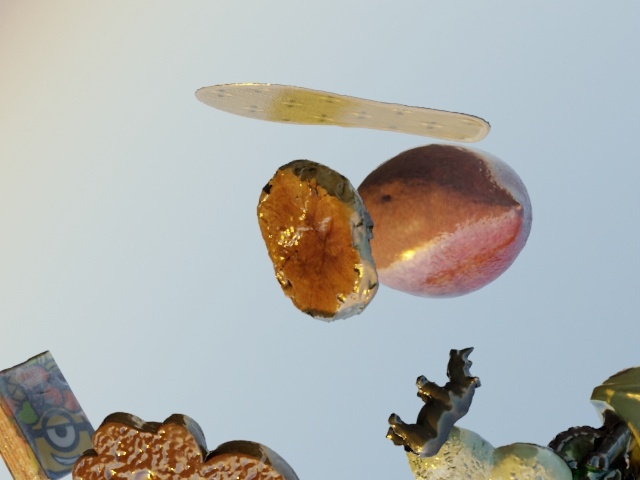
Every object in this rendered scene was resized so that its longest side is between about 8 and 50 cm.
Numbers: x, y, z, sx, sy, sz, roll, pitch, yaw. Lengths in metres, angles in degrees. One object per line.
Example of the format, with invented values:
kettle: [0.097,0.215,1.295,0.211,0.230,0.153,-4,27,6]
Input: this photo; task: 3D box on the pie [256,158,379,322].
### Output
pie: [0.000,0.000,1.832,0.046,0.195,0.195,-23,173,-38]

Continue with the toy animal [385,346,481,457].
toy animal: [0.131,0.173,1.739,0.135,0.065,0.047,-55,160,-12]

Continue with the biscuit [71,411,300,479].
biscuit: [-0.086,0.183,1.124,0.124,0.175,0.026,-57,-176,17]

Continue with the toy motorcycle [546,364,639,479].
toy motorcycle: [0.508,0.319,2.194,0.169,0.410,0.237,128,-17,-72]

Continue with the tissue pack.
tissue pack: [-0.336,0.216,1.891,0.060,0.148,0.109,-33,174,35]

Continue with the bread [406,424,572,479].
bread: [0.210,0.318,2.093,0.172,0.232,0.064,112,-10,-46]

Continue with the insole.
insole: [0.024,-0.138,1.729,0.109,0.322,0.007,102,-5,-73]

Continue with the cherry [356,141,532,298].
cherry: [0.163,-0.037,2.078,0.239,0.239,0.206,-45,-135,34]
